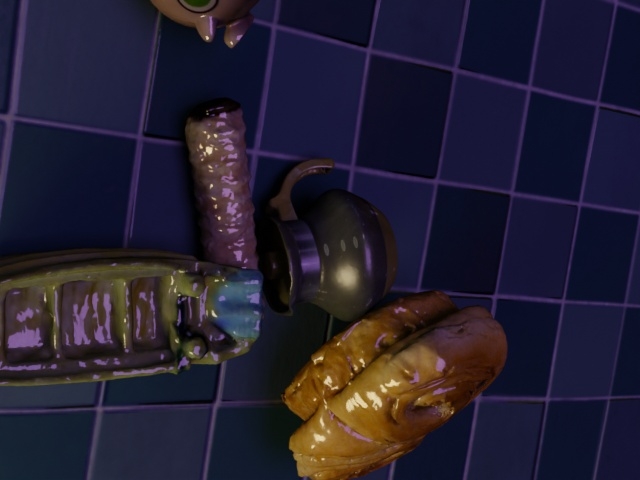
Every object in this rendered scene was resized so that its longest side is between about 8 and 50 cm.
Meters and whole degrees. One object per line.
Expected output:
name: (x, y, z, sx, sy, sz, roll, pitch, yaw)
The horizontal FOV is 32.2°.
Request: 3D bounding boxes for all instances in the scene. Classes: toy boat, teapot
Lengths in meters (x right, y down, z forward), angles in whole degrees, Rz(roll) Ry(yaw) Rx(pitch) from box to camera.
toy boat: (-0.185, 0.062, 0.956, 0.276, 0.084, 0.111, -3, 103, -33)
teapot: (0.000, 0.000, 1.075, 0.119, 0.130, 0.166, -8, 71, -22)

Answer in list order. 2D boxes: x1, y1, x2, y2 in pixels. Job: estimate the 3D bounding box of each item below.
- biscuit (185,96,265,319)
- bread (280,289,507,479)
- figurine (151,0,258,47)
biscuit: (-0.090, -0.021, 1.029, 0.061, 0.055, 0.219, -16, 107, -30)
bread: (0.073, 0.142, 1.096, 0.198, 0.236, 0.120, -9, 61, -50)
figurine: (-0.096, -0.240, 0.940, 0.138, 0.125, 0.125, 40, 73, -22)
